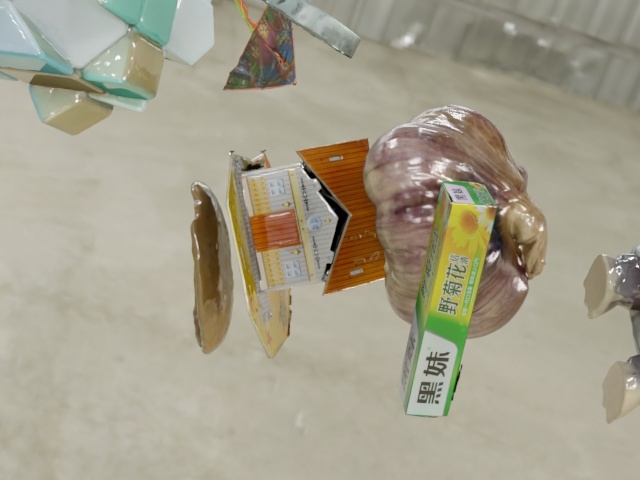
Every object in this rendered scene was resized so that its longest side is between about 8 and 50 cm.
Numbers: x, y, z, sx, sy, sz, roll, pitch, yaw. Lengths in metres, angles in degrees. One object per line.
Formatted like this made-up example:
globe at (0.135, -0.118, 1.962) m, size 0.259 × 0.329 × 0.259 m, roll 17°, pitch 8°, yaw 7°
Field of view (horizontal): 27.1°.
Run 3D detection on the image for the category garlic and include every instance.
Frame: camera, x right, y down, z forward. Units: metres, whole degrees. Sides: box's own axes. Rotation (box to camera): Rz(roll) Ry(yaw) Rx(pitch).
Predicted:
garlic at (0.140, -0.024, 1.295) m, size 0.160 × 0.245 × 0.245 m, roll -11°, pitch 9°, yaw 27°

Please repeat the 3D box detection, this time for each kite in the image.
kite at (-0.069, -0.236, 1.558) m, size 0.010 × 0.190 × 0.159 m, roll -4°, pitch 47°, yaw -40°

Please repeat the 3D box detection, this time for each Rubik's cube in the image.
Rubik's cube at (-0.211, -0.231, 1.143) m, size 0.224 × 0.265 × 0.213 m, roll 11°, pitch -4°, yaw 21°

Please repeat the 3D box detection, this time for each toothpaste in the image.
toothpaste at (0.091, 0.045, 0.973) m, size 0.037 × 0.179 × 0.043 m, roll 5°, pitch 26°, yaw -12°

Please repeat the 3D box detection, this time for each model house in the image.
model house at (0.000, 0.000, 1.398) m, size 0.135 × 0.219 × 0.207 m, roll -11°, pitch 2°, yaw 12°

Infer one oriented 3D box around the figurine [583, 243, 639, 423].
figurine at (0.414, 0.003, 1.013) m, size 0.361 × 0.378 × 0.266 m, roll -5°, pitch 61°, yaw 0°

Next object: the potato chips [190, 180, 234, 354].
potato chips at (-0.124, 0.030, 1.507) m, size 0.049 × 0.202 × 0.150 m, roll -7°, pitch 11°, yaw -8°

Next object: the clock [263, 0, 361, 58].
clock at (-0.009, -0.156, 0.933) m, size 0.085 × 0.017 × 0.085 m, roll 33°, pitch 6°, yaw -4°
